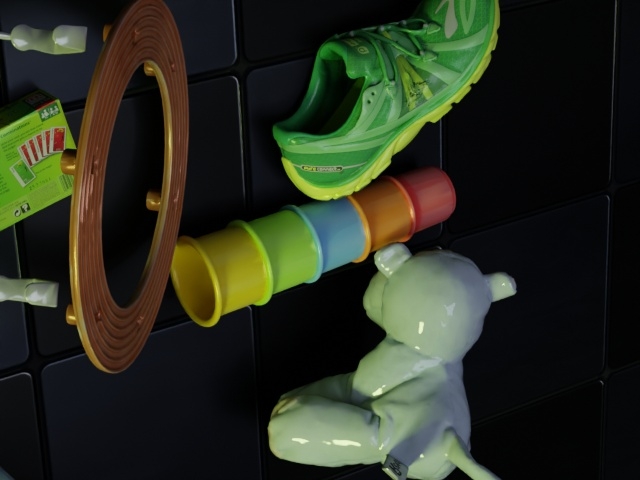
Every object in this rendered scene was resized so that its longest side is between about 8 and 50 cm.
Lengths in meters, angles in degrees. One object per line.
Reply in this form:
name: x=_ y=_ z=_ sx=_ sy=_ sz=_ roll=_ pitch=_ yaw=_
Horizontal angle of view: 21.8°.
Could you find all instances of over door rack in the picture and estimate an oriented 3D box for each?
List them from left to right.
over door rack: x=-0.369 y=-0.073 z=1.359 sx=0.324 sy=0.108 sz=0.240 roll=5 pitch=91 yaw=-19

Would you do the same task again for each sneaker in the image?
sneaker: x=0.070 y=-0.172 z=1.674 sx=0.295 sy=0.109 sz=0.123 roll=-49 pitch=132 yaw=-9

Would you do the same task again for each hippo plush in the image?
hippo plush: x=0.072 y=0.121 z=1.725 sx=0.234 sy=0.294 sz=0.237 roll=8 pitch=88 yaw=-5

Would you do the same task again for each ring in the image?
ring: x=-0.173 y=-0.051 z=1.471 sx=0.336 sy=0.032 sz=0.337 roll=6 pitch=90 yaw=-80

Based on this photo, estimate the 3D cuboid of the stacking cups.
stacking cups: x=0.000 y=0.000 z=1.713 sx=0.316 sy=0.096 sz=0.096 roll=-18 pitch=118 yaw=-32

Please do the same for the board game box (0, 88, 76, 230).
board game box: x=-0.308 y=-0.054 z=1.497 sx=0.181 sy=0.043 sz=0.092 roll=-30 pitch=122 yaw=-23

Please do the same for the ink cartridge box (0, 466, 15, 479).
ink cartridge box: x=-0.322 y=0.392 z=1.564 sx=0.270 sy=0.151 sz=0.395 roll=-45 pitch=139 yaw=-14
